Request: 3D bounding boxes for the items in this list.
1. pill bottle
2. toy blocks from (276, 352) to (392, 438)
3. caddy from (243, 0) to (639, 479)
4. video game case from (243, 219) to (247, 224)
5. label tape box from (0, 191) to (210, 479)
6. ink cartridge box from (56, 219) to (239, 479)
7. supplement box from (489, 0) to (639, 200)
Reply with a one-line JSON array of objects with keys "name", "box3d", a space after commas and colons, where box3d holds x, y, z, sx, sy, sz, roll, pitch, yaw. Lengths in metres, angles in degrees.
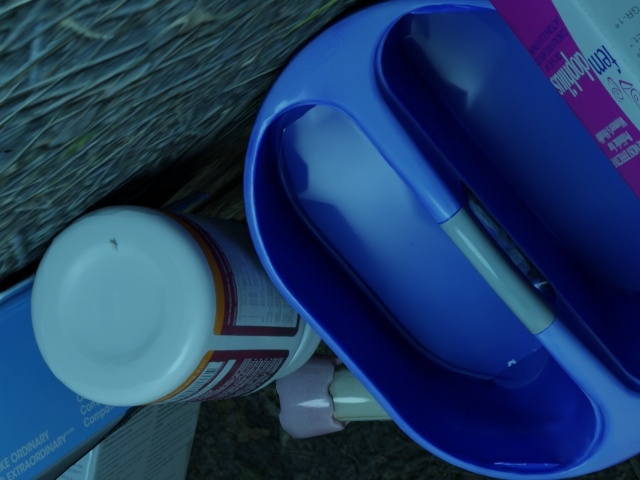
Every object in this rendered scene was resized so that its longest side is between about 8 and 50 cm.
[{"name": "pill bottle", "box3d": [-0.081, 0.043, 1.112, 0.121, 0.121, 0.221, -38, 165, 15]}, {"name": "toy blocks", "box3d": [0.000, 0.000, 1.409, 0.260, 0.309, 0.288, -4, 176, 20]}, {"name": "caddy", "box3d": [0.106, -0.008, 1.095, 0.241, 0.341, 0.179, -38, -165, 13]}, {"name": "video game case", "box3d": [-0.086, 0.018, 1.949, 0.300, 0.036, 0.329, -39, 176, 25]}, {"name": "label tape box", "box3d": [-0.222, 0.126, 1.216, 0.348, 0.115, 0.249, -37, 178, 32]}, {"name": "ink cartridge box", "box3d": [-0.174, 0.147, 1.563, 0.324, 0.071, 0.330, -23, 125, -77]}, {"name": "supplement box", "box3d": [0.160, -0.121, 0.824, 0.114, 0.220, 0.111, -37, 177, -8]}]
